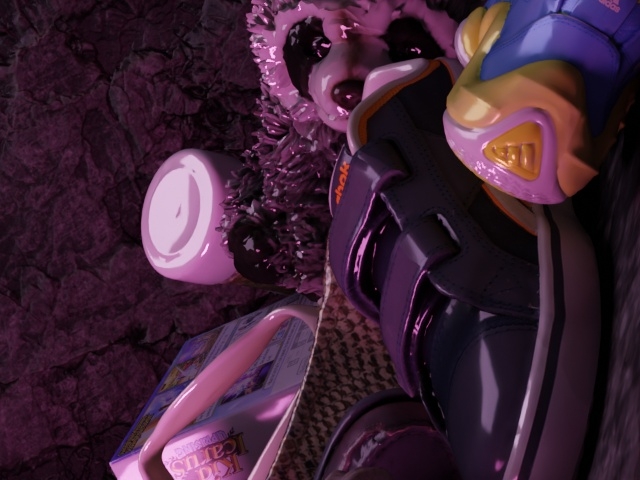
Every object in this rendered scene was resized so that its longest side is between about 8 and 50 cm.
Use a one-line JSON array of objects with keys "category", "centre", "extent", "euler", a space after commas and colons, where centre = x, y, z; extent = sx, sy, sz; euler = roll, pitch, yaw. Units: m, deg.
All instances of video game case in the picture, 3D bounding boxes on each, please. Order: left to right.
[{"category": "video game case", "centre": [-0.027, 0.110, 1.095], "extent": [0.061, 0.244, 0.269], "euler": [63, -166, -12]}]

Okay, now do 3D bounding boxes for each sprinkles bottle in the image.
[{"category": "sprinkles bottle", "centre": [0.000, 0.000, 1.276], "extent": [0.121, 0.355, 0.121], "euler": [-13, 72, 46]}]

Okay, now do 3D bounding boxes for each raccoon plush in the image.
[{"category": "raccoon plush", "centre": [0.013, -0.149, 1.040], "extent": [0.446, 0.216, 0.299], "euler": [-119, 28, -64]}]

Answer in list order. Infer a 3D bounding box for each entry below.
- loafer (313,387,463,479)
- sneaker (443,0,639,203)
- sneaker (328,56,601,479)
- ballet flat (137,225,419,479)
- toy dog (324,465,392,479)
[{"category": "loafer", "centre": [0.044, 0.234, 0.713], "extent": [0.095, 0.109, 0.302], "euler": [-124, 37, -67]}, {"category": "sneaker", "centre": [0.126, -0.105, 0.604], "extent": [0.126, 0.091, 0.240], "euler": [-58, 5, 25]}, {"category": "sneaker", "centre": [0.063, 0.011, 0.654], "extent": [0.321, 0.128, 0.126], "euler": [-81, 2, -57]}, {"category": "ballet flat", "centre": [-0.047, 0.200, 0.833], "extent": [0.482, 0.182, 0.164], "euler": [-63, -9, 11]}, {"category": "toy dog", "centre": [0.013, 0.247, 0.447], "extent": [0.334, 0.161, 0.220], "euler": [-41, -36, -59]}]
